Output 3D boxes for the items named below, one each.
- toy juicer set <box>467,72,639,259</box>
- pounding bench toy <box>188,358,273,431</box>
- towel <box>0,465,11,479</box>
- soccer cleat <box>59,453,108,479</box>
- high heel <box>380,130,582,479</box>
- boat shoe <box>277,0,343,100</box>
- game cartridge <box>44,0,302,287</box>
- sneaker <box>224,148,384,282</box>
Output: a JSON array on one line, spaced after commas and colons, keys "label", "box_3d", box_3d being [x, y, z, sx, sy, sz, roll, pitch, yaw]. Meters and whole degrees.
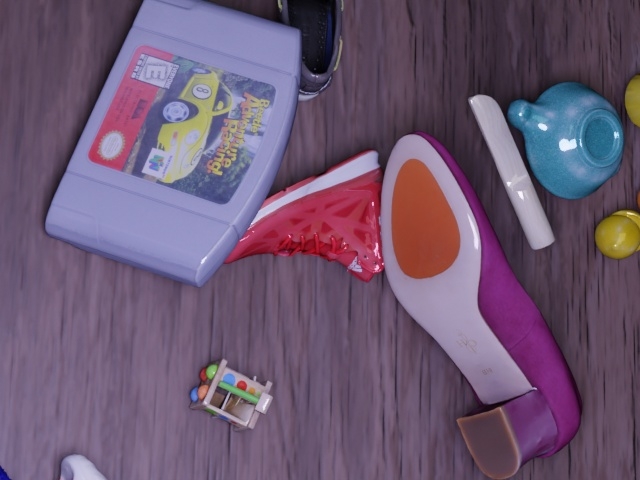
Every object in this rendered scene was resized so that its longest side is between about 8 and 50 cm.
[{"label": "toy juicer set", "box_3d": [0.295, -0.078, 1.688, 0.329, 0.089, 0.209, -10, 96, -31]}, {"label": "pounding bench toy", "box_3d": [-0.089, 0.153, 1.485, 0.065, 0.083, 0.052, 29, 70, -14]}, {"label": "towel", "box_3d": [-0.361, 0.297, 1.353, 0.227, 0.076, 0.308, -37, 94, -24]}, {"label": "soccer cleat", "box_3d": [-0.188, 0.286, 1.432, 0.076, 0.068, 0.196, -30, 98, -29]}, {"label": "high heel", "box_3d": [0.177, 0.056, 1.584, 0.181, 0.127, 0.377, -22, 100, -53]}, {"label": "boat shoe", "box_3d": [-0.012, -0.270, 1.611, 0.081, 0.068, 0.228, 1, 79, -21]}, {"label": "game cartridge", "box_3d": [-0.134, -0.108, 1.499, 0.196, 0.060, 0.294, 18, 71, 6]}, {"label": "sneaker", "box_3d": [0.000, 0.000, 1.551, 0.221, 0.087, 0.128, -29, 89, -23]}]
